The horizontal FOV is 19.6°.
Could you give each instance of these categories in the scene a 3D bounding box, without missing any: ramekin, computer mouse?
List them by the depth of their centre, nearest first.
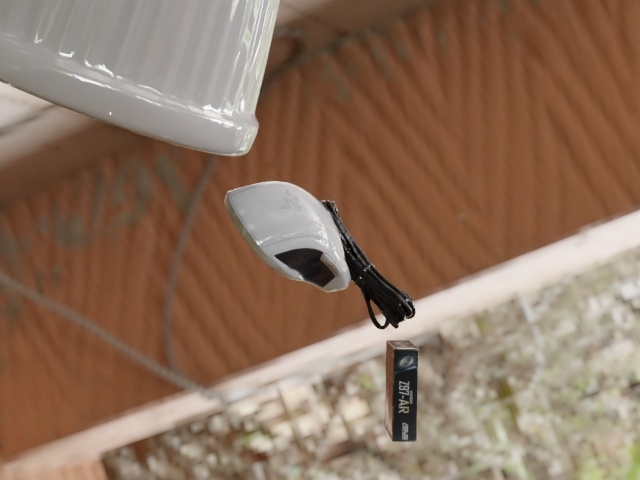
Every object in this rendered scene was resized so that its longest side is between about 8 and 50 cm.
[{"bbox_3d":[-0.150,-0.161,1.204,0.273,0.273,0.127,6,108,-67],"label":"ramekin"},{"bbox_3d":[0.000,0.000,1.236,0.042,0.106,0.193,-38,158,12],"label":"computer mouse"}]

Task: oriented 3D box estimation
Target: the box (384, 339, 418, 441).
[{"bbox_3d":[0.058,0.108,1.347,0.018,0.067,0.083,1,180,-2],"label":"box"}]
